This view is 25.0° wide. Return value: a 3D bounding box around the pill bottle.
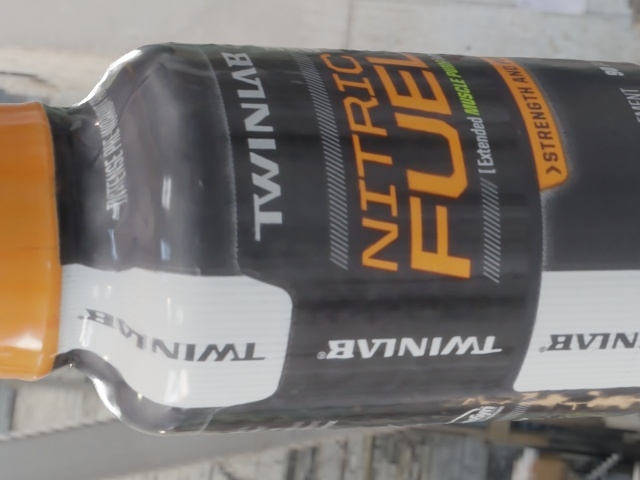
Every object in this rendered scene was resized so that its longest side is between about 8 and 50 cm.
[{"bbox_3d":[0.000,0.000,0.489,0.130,0.246,0.130,179,90,-71],"label":"pill bottle"}]
